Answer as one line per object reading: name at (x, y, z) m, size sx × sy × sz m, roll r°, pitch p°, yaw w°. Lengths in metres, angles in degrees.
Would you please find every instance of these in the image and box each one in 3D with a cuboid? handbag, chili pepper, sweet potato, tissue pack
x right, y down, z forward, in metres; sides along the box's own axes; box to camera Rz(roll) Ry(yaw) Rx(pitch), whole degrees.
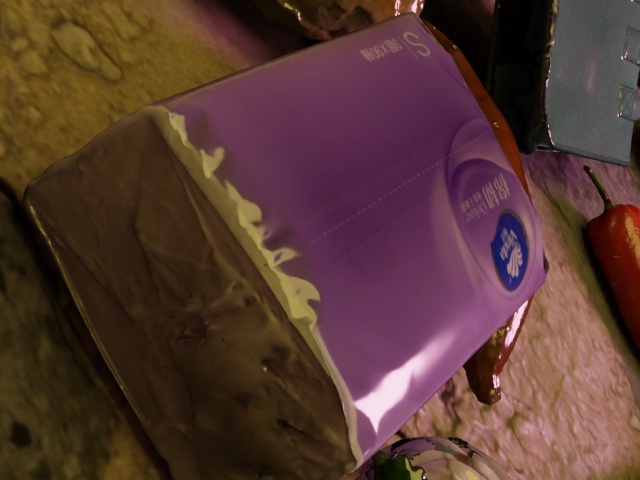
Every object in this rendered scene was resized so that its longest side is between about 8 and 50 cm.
handbag at (0.253, -0.214, 1.288) m, size 0.274 × 0.100 × 0.269 m, roll -4°, pitch 102°, yaw -57°
chili pepper at (0.334, 0.044, 1.320) m, size 0.071 × 0.063 × 0.272 m, roll -11°, pitch 77°, yaw -41°
sweet potato at (0.124, -0.035, 1.061) m, size 0.112 × 0.112 × 0.359 m, roll 18°, pitch 58°, yaw -45°
tissue pack at (0.000, 0.000, 0.833) m, size 0.242 × 0.160 × 0.338 m, roll 59°, pitch 34°, yaw -2°

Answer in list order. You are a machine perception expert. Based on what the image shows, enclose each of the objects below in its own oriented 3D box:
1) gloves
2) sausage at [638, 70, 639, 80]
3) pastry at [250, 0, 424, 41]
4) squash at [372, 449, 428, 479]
gloves at (0.088, 0.189, 0.838) m, size 0.127 × 0.111 × 0.212 m, roll 42°, pitch 33°, yaw -8°
sausage at (0.441, -0.238, 1.636) m, size 0.264 × 0.083 × 0.083 m, roll 34°, pitch 42°, yaw -32°
pastry at (-0.010, -0.262, 1.027) m, size 0.235 × 0.121 × 0.257 m, roll 33°, pitch 40°, yaw -14°
squash at (-0.044, 0.262, 0.607) m, size 0.107 × 0.107 × 0.395 m, roll 49°, pitch 50°, yaw -16°
